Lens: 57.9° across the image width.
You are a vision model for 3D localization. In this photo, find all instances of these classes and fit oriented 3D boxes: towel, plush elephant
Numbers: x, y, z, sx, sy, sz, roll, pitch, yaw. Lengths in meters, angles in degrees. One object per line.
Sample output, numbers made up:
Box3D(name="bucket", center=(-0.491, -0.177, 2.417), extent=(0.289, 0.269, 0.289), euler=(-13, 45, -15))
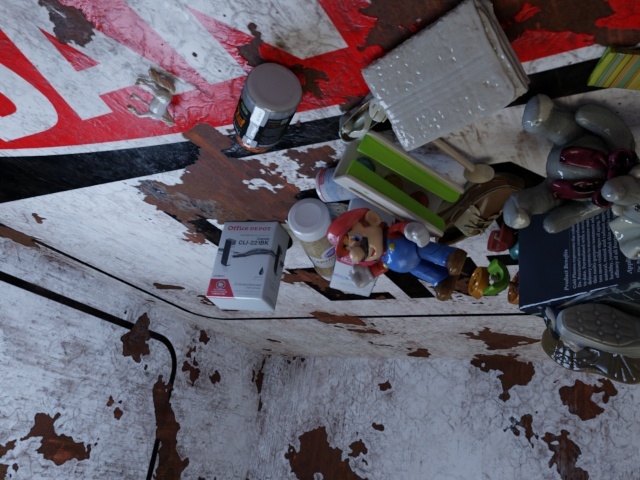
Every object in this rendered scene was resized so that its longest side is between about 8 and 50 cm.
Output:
Box3D(name="towel", center=(0.603, -0.294, 1.011), extent=(0.237, 0.021, 0.102), euler=(6, 163, 3))
Box3D(name="plush elephant", center=(0.560, -0.112, 1.115), extent=(0.330, 0.271, 0.255), euler=(1, -158, -24))
Box3D(name="towel", center=(0.212, -0.284, 1.021), extent=(0.282, 0.049, 0.187), euler=(-18, 107, 49))

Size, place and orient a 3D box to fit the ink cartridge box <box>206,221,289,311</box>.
Box3D(name="ink cartridge box", center=(-0.229, 0.079, 1.856), extent=(0.197, 0.272, 0.114), euler=(0, 152, 19))

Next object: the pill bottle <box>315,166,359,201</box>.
Box3D(name="pill bottle", center=(0.075, -0.147, 1.452), extent=(0.160, 0.087, 0.087), euler=(-6, 153, 29))

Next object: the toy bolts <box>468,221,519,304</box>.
Box3D(name="toy bolts", center=(0.547, 0.084, 1.653), extent=(0.159, 0.228, 0.218), euler=(20, 162, -2))

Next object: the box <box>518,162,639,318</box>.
Box3D(name="box", center=(0.827, 0.053, 1.405), extent=(0.480, 0.297, 0.472), euler=(18, 157, -22))

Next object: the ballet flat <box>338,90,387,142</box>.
Box3D(name="ballet flat", center=(0.110, -0.262, 1.192), extent=(0.072, 0.068, 0.213), euler=(20, 154, -26))

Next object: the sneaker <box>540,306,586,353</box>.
Box3D(name="sneaker", center=(0.598, 0.202, 1.389), extent=(0.081, 0.080, 0.211), euler=(-32, 137, 31))

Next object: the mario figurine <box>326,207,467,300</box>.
Box3D(name="mario figurine", center=(0.156, 0.040, 1.323), extent=(0.321, 0.198, 0.170), euler=(21, -176, 15))

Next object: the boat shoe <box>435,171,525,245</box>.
Box3D(name="boat shoe", center=(0.398, -0.066, 1.485), extent=(0.123, 0.119, 0.324), euler=(15, 156, -16))

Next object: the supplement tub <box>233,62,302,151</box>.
Box3D(name="supplement tub", center=(-0.116, -0.267, 1.197), extent=(0.117, 0.117, 0.190), euler=(14, 156, -14))

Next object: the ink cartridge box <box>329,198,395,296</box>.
Box3D(name="ink cartridge box", center=(0.118, 0.001, 1.604), extent=(0.131, 0.226, 0.306), euler=(14, 157, 0))

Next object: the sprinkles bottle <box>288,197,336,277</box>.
Box3D(name="sprinkles bottle", center=(0.000, 0.000, 1.782), extent=(0.121, 0.121, 0.355), euler=(3, 157, 14))

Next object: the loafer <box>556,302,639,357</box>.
Box3D(name="loafer", center=(0.684, 0.218, 1.322), extent=(0.320, 0.112, 0.111), euler=(11, 149, -6))

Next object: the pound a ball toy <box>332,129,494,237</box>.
Box3D(name="pound a ball toy", center=(0.212, -0.149, 1.340), extent=(0.319, 0.208, 0.136), euler=(29, 173, -16))

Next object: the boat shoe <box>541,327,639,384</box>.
Box3D(name="boat shoe", center=(0.700, 0.294, 1.472), extent=(0.089, 0.104, 0.285), euler=(8, -172, -36))

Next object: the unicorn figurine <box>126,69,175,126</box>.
Box3D(name="unicorn figurine", center=(-0.363, -0.301, 1.276), extent=(0.111, 0.060, 0.162), euler=(19, 155, -23))
